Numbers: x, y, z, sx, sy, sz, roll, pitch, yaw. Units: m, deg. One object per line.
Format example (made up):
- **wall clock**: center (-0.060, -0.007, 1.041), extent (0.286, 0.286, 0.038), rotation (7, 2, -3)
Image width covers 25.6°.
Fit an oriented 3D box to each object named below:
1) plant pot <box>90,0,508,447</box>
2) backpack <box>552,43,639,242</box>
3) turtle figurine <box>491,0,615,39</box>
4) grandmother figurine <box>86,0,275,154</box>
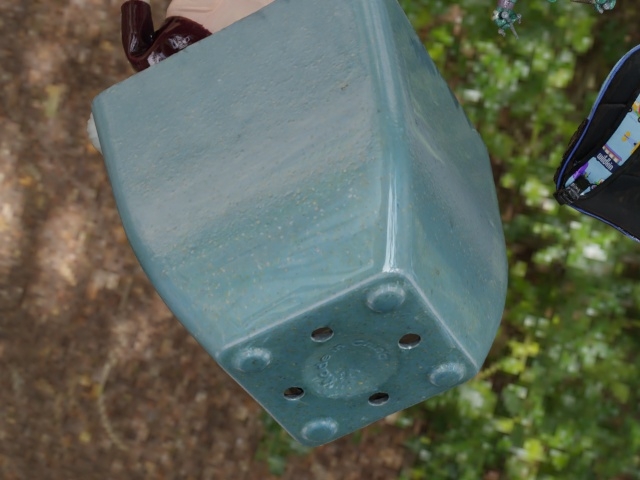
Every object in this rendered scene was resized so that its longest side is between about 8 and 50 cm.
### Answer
- **plant pot**: center (0.000, 0.000, 1.047), extent (0.248, 0.247, 0.252), rotation (51, 20, -44)
- **backpack**: center (0.298, -0.087, 1.178), extent (0.117, 0.158, 0.173), rotation (-38, 153, -59)
- **turtle figurine**: center (0.304, -0.336, 1.844), extent (0.234, 0.175, 0.118), rotation (-136, -151, -81)
- **grandmother figurine**: center (-0.134, -0.213, 1.546), extent (0.342, 0.207, 0.104), rotation (-55, 174, -29)
